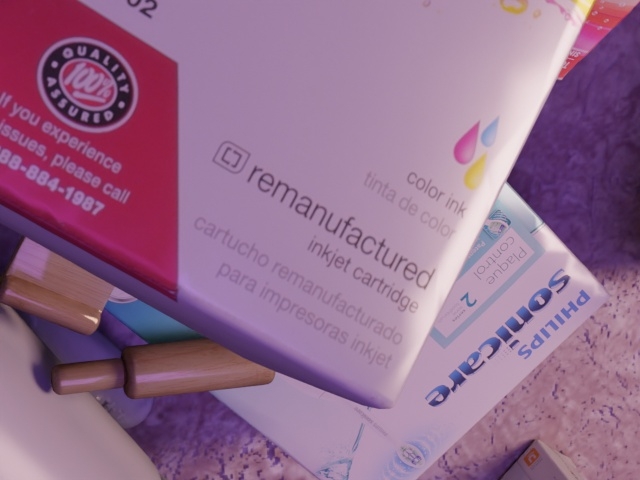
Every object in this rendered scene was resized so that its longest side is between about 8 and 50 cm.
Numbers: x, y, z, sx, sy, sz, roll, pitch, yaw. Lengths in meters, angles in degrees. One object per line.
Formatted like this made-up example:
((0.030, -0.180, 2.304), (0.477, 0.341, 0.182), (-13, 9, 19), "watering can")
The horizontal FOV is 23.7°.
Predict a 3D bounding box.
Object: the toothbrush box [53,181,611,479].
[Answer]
((0.000, 0.000, 0.937), (0.216, 0.126, 0.295), (-43, 124, 4), "toothbrush box")

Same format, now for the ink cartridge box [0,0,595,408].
((-0.014, -0.121, 0.593), (0.226, 0.131, 0.306), (31, 83, -27), "ink cartridge box")

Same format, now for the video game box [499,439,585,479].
((0.141, 0.272, 1.096), (0.048, 0.187, 0.205), (36, 99, -28), "video game box")

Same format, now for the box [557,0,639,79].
((0.041, -0.223, 0.795), (0.300, 0.154, 0.142), (16, 138, -27), "box")

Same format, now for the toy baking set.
((-0.044, -0.003, 0.822), (0.256, 0.030, 0.196), (-1, 116, -21), "toy baking set")

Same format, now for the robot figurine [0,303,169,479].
((-0.204, 0.160, 0.886), (0.353, 0.200, 0.300), (54, 52, -27), "robot figurine")
